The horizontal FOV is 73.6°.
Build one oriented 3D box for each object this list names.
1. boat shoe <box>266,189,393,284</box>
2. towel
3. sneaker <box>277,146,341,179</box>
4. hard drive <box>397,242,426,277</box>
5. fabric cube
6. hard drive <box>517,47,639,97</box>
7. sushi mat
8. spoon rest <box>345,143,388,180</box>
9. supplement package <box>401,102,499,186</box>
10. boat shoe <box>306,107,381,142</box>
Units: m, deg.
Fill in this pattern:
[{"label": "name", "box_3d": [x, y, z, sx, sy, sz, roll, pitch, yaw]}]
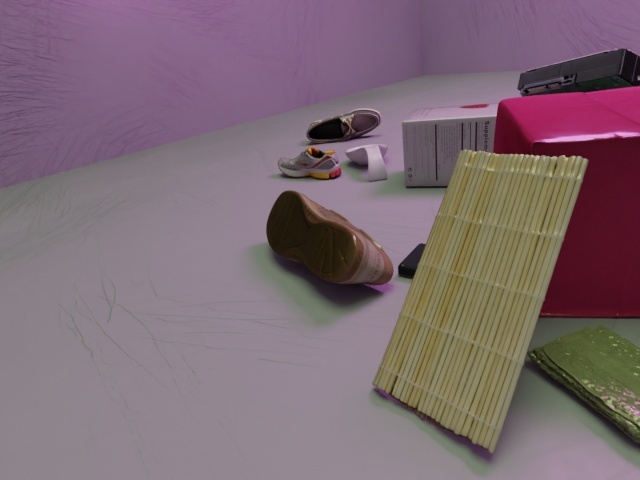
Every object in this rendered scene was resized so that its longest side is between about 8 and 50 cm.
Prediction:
[{"label": "boat shoe", "box_3d": [0.000, 0.000, 0.797, 0.110, 0.121, 0.341, 20, 11, -34]}, {"label": "towel", "box_3d": [0.316, 0.146, 0.459, 0.110, 0.027, 0.148, -15, 25, -16]}, {"label": "sneaker", "box_3d": [-0.037, -0.249, 1.334, 0.226, 0.092, 0.088, 7, 29, 31]}, {"label": "hard drive", "box_3d": [0.212, 0.040, 0.720, 0.135, 0.022, 0.094, 10, 31, 35]}, {"label": "fabric cube", "box_3d": [0.399, -0.064, 0.614, 0.260, 0.253, 0.258, -1, 28, 15]}, {"label": "hard drive", "box_3d": [0.667, -0.338, 0.997, 0.339, 0.064, 0.237, 8, 3, -28]}, {"label": "sushi mat", "box_3d": [0.169, 0.045, 0.473, 0.152, 0.316, 0.019, 14, -11, 44]}, {"label": "spoon rest", "box_3d": [0.152, -0.263, 1.312, 0.138, 0.084, 0.276, -9, 26, 0]}, {"label": "supplement package", "box_3d": [0.374, -0.247, 1.095, 0.293, 0.175, 0.177, 3, 26, 22]}, {"label": "boat shoe", "box_3d": [0.091, -0.451, 1.709, 0.306, 0.109, 0.091, -7, 25, 17]}]
